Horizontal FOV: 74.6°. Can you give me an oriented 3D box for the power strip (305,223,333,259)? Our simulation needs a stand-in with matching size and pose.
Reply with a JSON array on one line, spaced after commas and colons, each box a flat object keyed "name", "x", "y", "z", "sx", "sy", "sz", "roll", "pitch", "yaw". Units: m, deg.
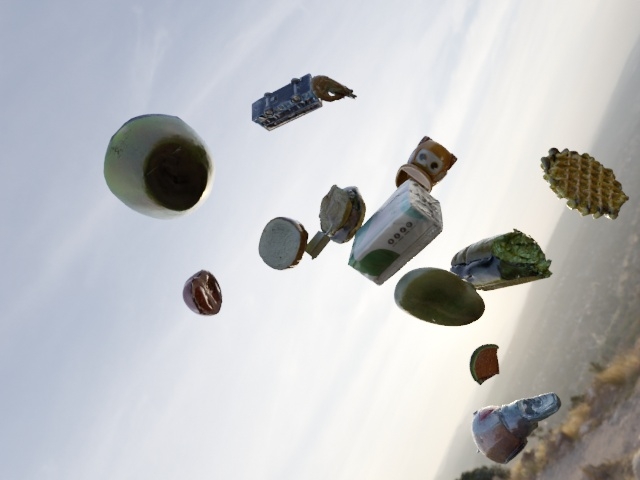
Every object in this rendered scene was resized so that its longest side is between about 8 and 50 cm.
[{"name": "power strip", "x": 0.000, "y": 0.000, "z": 1.766, "sx": 0.175, "sy": 0.042, "sz": 0.075, "roll": -51, "pitch": -32, "yaw": 1}]

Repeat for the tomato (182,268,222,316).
[{"name": "tomato", "x": -0.525, "y": 0.244, "z": 1.827, "sx": 0.199, "sy": 0.112, "sz": 0.228, "roll": 63, "pitch": -162, "yaw": -11}]

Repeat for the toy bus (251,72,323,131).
[{"name": "toy bus", "x": -0.138, "y": -0.556, "z": 1.714, "sx": 0.131, "sy": 0.298, "sz": 0.106, "roll": 30, "pitch": -129, "yaw": -54}]

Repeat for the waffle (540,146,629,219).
[{"name": "waffle", "x": 0.908, "y": -0.206, "z": 1.461, "sx": 0.329, "sy": 0.329, "sz": 0.062, "roll": -49, "pitch": -13, "yaw": -34}]

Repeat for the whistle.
[{"name": "whistle", "x": 0.622, "y": 0.592, "z": 1.373, "sx": 0.347, "sy": 0.189, "sz": 0.189, "roll": -54, "pitch": -18, "yaw": 26}]

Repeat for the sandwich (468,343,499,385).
[{"name": "sandwich", "x": 0.387, "y": 0.293, "z": 0.997, "sx": 0.026, "sy": 0.070, "sz": 0.101, "roll": 86, "pitch": -167, "yaw": -64}]

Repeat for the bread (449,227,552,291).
[{"name": "bread", "x": 0.697, "y": 0.095, "z": 1.689, "sx": 0.376, "sy": 0.251, "sz": 0.208, "roll": 135, "pitch": 140, "yaw": -64}]

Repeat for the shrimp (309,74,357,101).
[{"name": "shrimp", "x": 0.047, "y": -0.526, "z": 1.480, "sx": 0.041, "sy": 0.180, "sz": 0.099, "roll": 142, "pitch": 135, "yaw": -60}]

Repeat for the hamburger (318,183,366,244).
[{"name": "hamburger", "x": 0.105, "y": -0.130, "z": 1.983, "sx": 0.265, "sy": 0.135, "sz": 0.284, "roll": -55, "pitch": 32, "yaw": 40}]

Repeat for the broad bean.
[{"name": "broad bean", "x": 0.329, "y": 0.159, "z": 1.193, "sx": 0.121, "sy": 0.263, "sz": 0.189, "roll": -84, "pitch": 20, "yaw": -54}]

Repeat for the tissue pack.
[{"name": "tissue pack", "x": 0.282, "y": -0.029, "z": 1.615, "sx": 0.356, "sy": 0.194, "sz": 0.266, "roll": -48, "pitch": 11, "yaw": 30}]

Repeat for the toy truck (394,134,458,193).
[{"name": "toy truck", "x": 0.506, "y": -0.346, "z": 2.047, "sx": 0.211, "sy": 0.204, "sz": 0.288, "roll": -47, "pitch": -9, "yaw": -26}]

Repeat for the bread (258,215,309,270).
[{"name": "bread", "x": -0.153, "y": 0.012, "z": 1.735, "sx": 0.070, "sy": 0.236, "sz": 0.235, "roll": 3, "pitch": -72, "yaw": -57}]

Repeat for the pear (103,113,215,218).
[{"name": "pear", "x": -0.546, "y": -0.249, "z": 1.503, "sx": 0.399, "sy": 0.165, "sz": 0.398, "roll": -10, "pitch": -72, "yaw": -33}]
